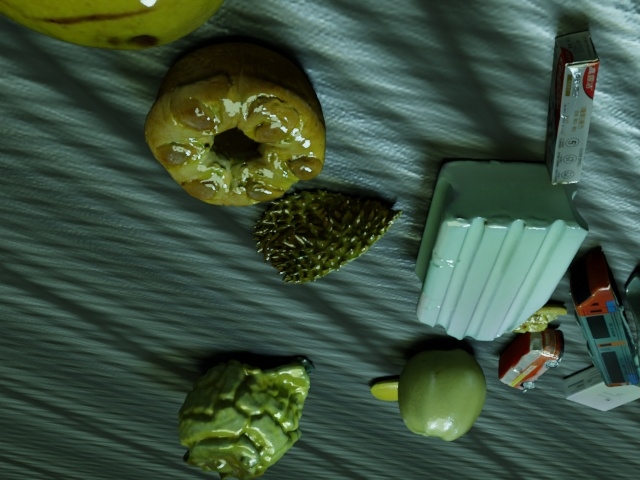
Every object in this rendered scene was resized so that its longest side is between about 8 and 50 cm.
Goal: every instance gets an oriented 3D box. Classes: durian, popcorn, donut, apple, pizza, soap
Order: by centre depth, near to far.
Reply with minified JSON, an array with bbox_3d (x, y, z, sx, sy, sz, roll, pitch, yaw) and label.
[{"bbox_3d":[-0.103,-0.141,0.888,0.226,0.114,0.226,2,145,1],"label":"donut"},{"bbox_3d":[0.000,0.000,1.100,0.252,0.144,0.139,-31,155,31],"label":"durian"},{"bbox_3d":[0.266,0.031,1.113,0.208,0.115,0.347,3,145,0],"label":"soap"},{"bbox_3d":[0.385,0.151,1.345,0.160,0.036,0.099,-2,145,6],"label":"pizza"},{"bbox_3d":[0.250,0.315,1.465,0.200,0.200,0.200,1,145,1],"label":"apple"},{"bbox_3d":[-0.173,0.400,1.549,0.293,0.237,0.293,4,142,3],"label":"popcorn"},{"bbox_3d":[0.199,0.339,1.621,0.168,0.033,0.089,-13,144,19],"label":"soap"}]

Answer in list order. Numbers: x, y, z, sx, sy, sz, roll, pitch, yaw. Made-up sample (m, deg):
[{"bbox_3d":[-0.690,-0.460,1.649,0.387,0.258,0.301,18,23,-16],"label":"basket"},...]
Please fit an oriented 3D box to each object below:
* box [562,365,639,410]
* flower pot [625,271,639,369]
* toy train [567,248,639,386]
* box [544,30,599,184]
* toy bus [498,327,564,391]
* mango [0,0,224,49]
[{"bbox_3d":[0.635,0.323,1.563,0.129,0.051,0.130,21,141,-25],"label":"box"},{"bbox_3d":[0.605,0.165,1.199,0.108,0.229,0.103,-4,164,1],"label":"flower pot"},{"bbox_3d":[0.524,0.156,1.303,0.089,0.086,0.409,-14,142,24],"label":"toy train"},{"bbox_3d":[0.316,-0.160,0.896,0.039,0.055,0.218,-7,145,9],"label":"box"},{"bbox_3d":[0.426,0.237,1.435,0.077,0.079,0.174,16,143,-4],"label":"toy bus"},{"bbox_3d":[-0.230,-0.343,0.525,0.301,0.220,0.445,-12,139,22],"label":"mango"}]
